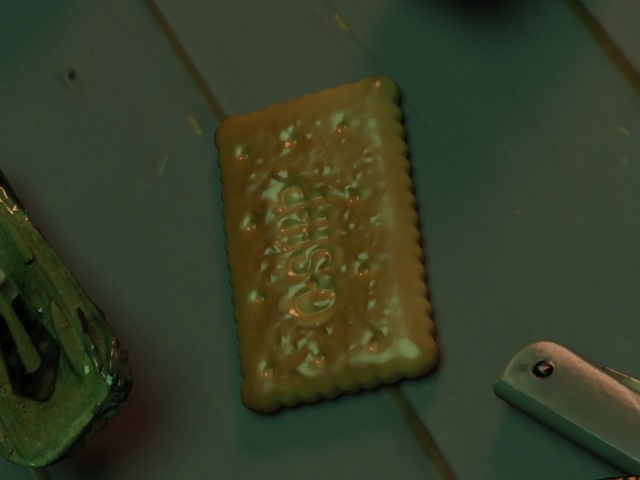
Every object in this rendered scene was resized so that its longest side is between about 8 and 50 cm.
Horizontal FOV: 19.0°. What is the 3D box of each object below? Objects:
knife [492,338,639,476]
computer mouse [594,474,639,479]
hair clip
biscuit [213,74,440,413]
[{"bbox_3d":[0.239,0.138,1.289,0.265,0.040,0.073,26,73,29],"label":"knife"},{"bbox_3d":[0.144,0.253,1.226,0.323,0.116,0.183,-16,70,21],"label":"computer mouse"},{"bbox_3d":[-0.236,0.060,1.494,0.138,0.091,0.321,-48,48,8],"label":"hair clip"},{"bbox_3d":[0.000,0.000,1.447,0.160,0.030,0.250,-14,65,17],"label":"biscuit"}]
